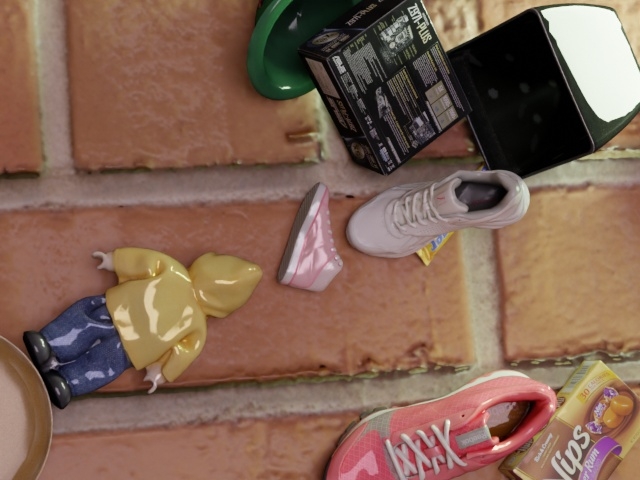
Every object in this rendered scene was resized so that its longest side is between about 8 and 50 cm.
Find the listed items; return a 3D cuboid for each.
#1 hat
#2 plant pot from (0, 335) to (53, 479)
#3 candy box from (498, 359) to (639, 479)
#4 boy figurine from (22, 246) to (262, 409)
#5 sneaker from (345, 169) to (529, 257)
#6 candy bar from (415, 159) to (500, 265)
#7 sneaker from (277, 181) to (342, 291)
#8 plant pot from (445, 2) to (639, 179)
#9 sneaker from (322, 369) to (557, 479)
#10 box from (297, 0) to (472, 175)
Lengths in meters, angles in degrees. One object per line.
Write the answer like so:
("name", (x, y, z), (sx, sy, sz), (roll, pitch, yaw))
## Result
("hat", (-0.062, -0.306, 1.871), (0.183, 0.173, 0.208), (41, 96, 34))
("plant pot", (-0.424, 0.211, 1.714), (0.236, 0.032, 0.236), (1, 87, -10))
("candy box", (0.328, 0.256, 1.920), (0.109, 0.053, 0.186), (44, 74, -8))
("boy figurine", (-0.205, 0.082, 1.767), (0.285, 0.092, 0.177), (-29, 93, -17))
("sneaker", (0.139, -0.045, 1.841), (0.232, 0.115, 0.090), (-17, 79, 5))
("candy bar", (0.173, -0.038, 1.921), (0.040, 0.018, 0.161), (45, 76, -8))
("sneaker", (0.000, 0.000, 1.853), (0.070, 0.051, 0.134), (20, 83, -15))
("plant pot", (0.297, -0.196, 1.891), (0.167, 0.188, 0.187), (-24, 91, -36))
("sneaker", (0.147, 0.237, 1.827), (0.314, 0.136, 0.116), (-24, 91, -16))
("box", (0.080, -0.196, 1.845), (0.147, 0.077, 0.180), (-38, 121, -15))
